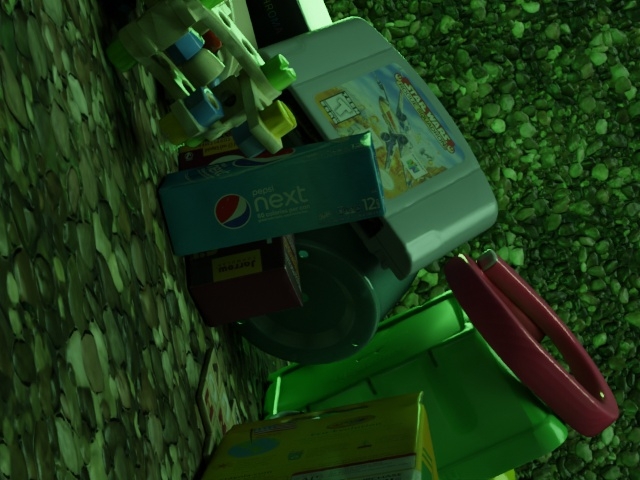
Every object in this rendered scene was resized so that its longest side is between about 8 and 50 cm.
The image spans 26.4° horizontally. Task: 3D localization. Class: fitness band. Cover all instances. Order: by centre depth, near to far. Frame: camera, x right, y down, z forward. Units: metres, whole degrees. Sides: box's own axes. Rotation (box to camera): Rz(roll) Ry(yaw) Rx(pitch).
[{"bbox_3d":[0.258,0.120,1.642,0.291,0.054,0.209,41,16,-29],"label":"fitness band"}]

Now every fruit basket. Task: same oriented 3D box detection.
[{"bbox_3d":[0.137,0.283,1.723,0.283,0.392,0.392,-87,164,-72],"label":"fruit basket"}]

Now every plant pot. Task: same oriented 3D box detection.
[{"bbox_3d":[0.000,0.000,1.606,0.255,0.272,0.271,-71,153,-50],"label":"plant pot"}]

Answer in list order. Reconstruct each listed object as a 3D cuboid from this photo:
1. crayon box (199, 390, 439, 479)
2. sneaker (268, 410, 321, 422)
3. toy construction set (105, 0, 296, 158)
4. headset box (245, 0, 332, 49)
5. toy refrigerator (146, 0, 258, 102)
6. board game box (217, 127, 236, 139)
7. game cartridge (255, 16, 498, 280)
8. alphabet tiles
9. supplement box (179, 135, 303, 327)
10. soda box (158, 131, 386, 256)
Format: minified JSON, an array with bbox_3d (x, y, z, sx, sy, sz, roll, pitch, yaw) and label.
[{"bbox_3d":[0.000,0.223,1.195,0.318,0.202,0.081,-58,137,-78],"label":"crayon box"},{"bbox_3d":[-0.008,0.271,1.416,0.256,0.094,0.151,-140,-141,-63],"label":"sneaker"},{"bbox_3d":[-0.108,-0.187,1.303,0.215,0.151,0.327,52,2,-10],"label":"toy construction set"},{"bbox_3d":[-0.089,-0.327,1.715,0.283,0.131,0.246,-86,154,-68],"label":"headset box"},{"bbox_3d":[-0.141,-0.265,1.484,0.102,0.094,0.269,-79,157,-59],"label":"toy refrigerator"},{"bbox_3d":[-0.122,-0.181,1.797,0.201,0.035,0.136,-95,171,-58],"label":"board game box"},{"bbox_3d":[0.067,-0.113,1.523,0.297,0.198,0.062,55,-40,7],"label":"game cartridge"},{"bbox_3d":[-0.086,0.236,1.371,0.198,0.009,0.237,-86,164,-71],"label":"alphabet tiles"},{"bbox_3d":[-0.085,-0.015,1.430,0.081,0.104,0.188,70,10,-54],"label":"supplement box"},{"bbox_3d":[-0.045,-0.046,1.328,0.067,0.210,0.071,-87,165,-72],"label":"soda box"}]
